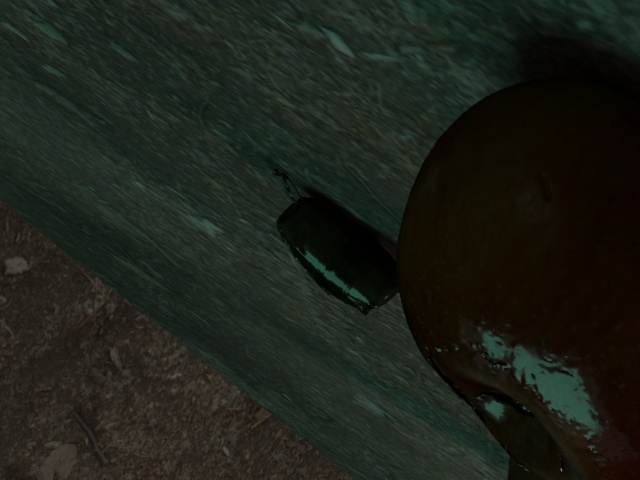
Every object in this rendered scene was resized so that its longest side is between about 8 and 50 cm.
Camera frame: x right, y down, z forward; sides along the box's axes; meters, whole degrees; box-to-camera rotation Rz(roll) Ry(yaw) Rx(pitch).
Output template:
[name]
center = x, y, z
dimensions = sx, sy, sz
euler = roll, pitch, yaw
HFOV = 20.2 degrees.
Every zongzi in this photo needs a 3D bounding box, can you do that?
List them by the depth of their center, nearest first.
[zongzi]
center = 0.000, 0.000, 1.562
dimensions = 0.154, 0.062, 0.130
euler = 40, -178, -3

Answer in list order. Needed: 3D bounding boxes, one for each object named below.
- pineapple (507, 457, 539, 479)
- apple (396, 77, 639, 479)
[pineapple]
center = 0.303, 0.256, 1.527
dimensions = 0.310, 0.170, 0.141
euler = 34, 134, -21
[apple]
center = 0.141, 0.032, 0.912
dimensions = 0.235, 0.173, 0.210
euler = 36, 169, -10
